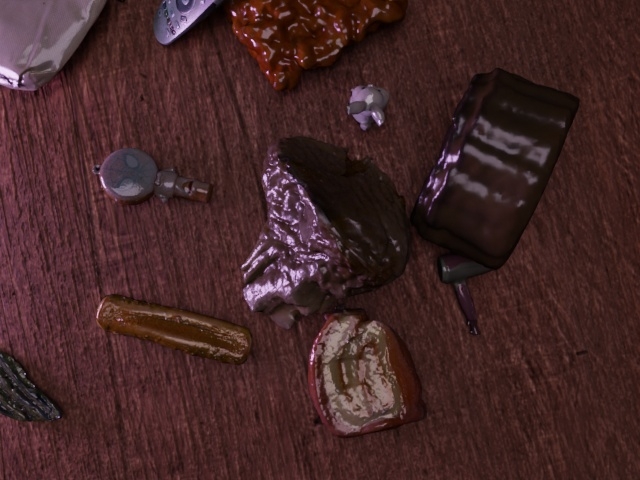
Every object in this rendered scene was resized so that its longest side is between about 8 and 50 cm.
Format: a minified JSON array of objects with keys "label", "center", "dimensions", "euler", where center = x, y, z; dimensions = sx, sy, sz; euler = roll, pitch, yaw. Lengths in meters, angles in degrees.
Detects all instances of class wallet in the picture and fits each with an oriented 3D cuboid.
[{"label":"wallet","center":[-0.570,-0.428,1.383],"dimensions":[0.335,0.068,0.275],"euler":[25,82,9]}]

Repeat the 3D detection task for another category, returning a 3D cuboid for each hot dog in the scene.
[{"label":"hot dog","center":[-0.263,0.162,1.327],"dimensions":[0.289,0.068,0.083],"euler":[14,62,6]}]

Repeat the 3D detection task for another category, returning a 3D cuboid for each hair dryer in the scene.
[{"label":"hair dryer","center":[0.273,0.097,1.346],"dimensions":[0.106,0.054,0.154],"euler":[-6,95,-5]}]

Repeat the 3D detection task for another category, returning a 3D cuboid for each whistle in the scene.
[{"label":"whistle","center":[-0.310,-0.109,1.357],"dimensions":[0.220,0.057,0.107],"euler":[11,71,-3]}]

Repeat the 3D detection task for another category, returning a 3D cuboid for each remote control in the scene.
[{"label":"remote control","center":[-0.220,-0.444,1.330],"dimensions":[0.256,0.045,0.097],"euler":[-25,75,35]}]

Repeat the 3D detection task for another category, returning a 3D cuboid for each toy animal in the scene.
[{"label":"toy animal","center":[0.085,-0.248,1.332],"dimensions":[0.071,0.124,0.085],"euler":[19,87,-3]}]

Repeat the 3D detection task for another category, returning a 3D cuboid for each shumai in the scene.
[{"label":"shumai","center":[0.000,0.003,1.303],"dimensions":[0.346,0.217,0.283],"euler":[45,128,30]}]

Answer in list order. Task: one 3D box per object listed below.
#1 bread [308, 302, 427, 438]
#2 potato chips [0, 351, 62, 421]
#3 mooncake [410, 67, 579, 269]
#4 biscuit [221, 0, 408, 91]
[{"label":"bread","center":[0.070,0.228,1.292],"dimensions":[0.190,0.123,0.244],"euler":[-20,84,0]},{"label":"potato chips","center":[-0.563,0.273,1.337],"dimensions":[0.207,0.028,0.092],"euler":[42,88,5]},{"label":"mooncake","center":[0.282,-0.124,1.227],"dimensions":[0.187,0.324,0.324],"euler":[24,85,8]},{"label":"biscuit","center":[-0.031,-0.469,1.360],"dimensions":[0.312,0.110,0.318],"euler":[-33,86,-1]}]
